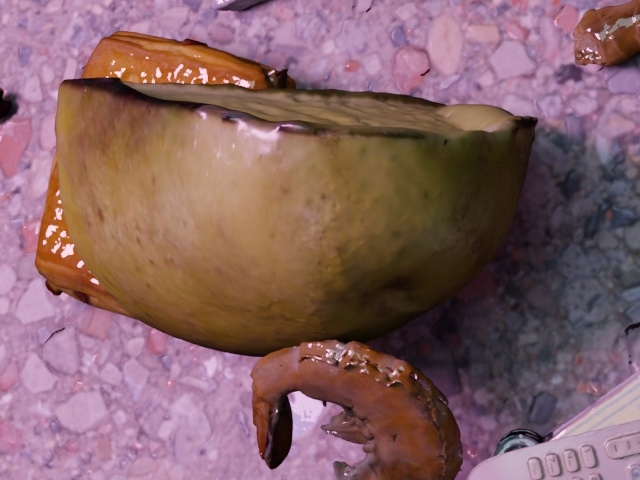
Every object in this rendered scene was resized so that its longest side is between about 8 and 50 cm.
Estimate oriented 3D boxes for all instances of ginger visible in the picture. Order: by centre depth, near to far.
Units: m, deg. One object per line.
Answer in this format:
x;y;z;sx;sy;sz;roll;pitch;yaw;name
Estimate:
0.271;-0.154;1.494;0.165;0.067;0.096;-22;69;33;ginger

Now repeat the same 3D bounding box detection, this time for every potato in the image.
0.000;0.000;1.423;0.280;0.330;0.213;-158;70;-65;potato

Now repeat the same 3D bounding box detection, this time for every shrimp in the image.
0.014;0.157;1.443;0.173;0.253;0.058;31;51;2;shrimp

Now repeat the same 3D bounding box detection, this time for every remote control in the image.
0.211;0.159;1.352;0.229;0.044;0.073;-15;90;8;remote control

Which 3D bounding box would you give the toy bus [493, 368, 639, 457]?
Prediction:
0.245;0.149;1.415;0.342;0.097;0.138;-39;71;10;toy bus

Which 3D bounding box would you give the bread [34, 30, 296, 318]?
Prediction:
-0.119;-0.047;1.633;0.210;0.099;0.235;14;89;29;bread

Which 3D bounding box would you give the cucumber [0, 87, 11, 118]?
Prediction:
-0.335;-0.098;1.780;0.135;0.033;0.034;-33;33;13;cucumber

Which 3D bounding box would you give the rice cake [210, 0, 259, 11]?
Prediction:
0.002;-0.281;1.661;0.237;0.043;0.127;-24;69;19;rice cake
